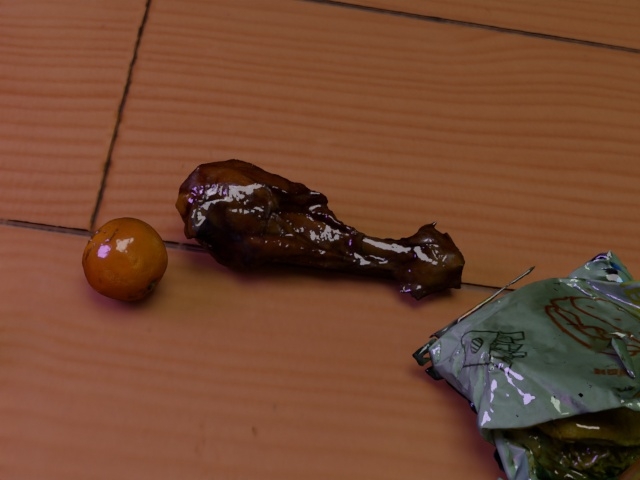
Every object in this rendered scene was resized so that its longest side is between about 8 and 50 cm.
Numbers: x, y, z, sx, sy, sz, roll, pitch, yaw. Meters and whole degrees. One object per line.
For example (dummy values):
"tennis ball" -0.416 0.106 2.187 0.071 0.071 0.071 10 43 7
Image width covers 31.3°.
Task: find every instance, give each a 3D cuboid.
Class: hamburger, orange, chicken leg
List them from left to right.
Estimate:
"orange" -0.189 0.019 1.099 0.084 0.083 0.083 6 46 -6
"chicken leg" 0.000 0.000 1.165 0.304 0.093 0.113 17 63 -7
"hamburger" 0.245 0.126 1.044 0.261 0.150 0.276 -9 50 -18

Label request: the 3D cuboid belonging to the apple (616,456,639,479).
"apple" 0.368 0.273 0.789 0.384 0.374 0.374 2 46 -18
